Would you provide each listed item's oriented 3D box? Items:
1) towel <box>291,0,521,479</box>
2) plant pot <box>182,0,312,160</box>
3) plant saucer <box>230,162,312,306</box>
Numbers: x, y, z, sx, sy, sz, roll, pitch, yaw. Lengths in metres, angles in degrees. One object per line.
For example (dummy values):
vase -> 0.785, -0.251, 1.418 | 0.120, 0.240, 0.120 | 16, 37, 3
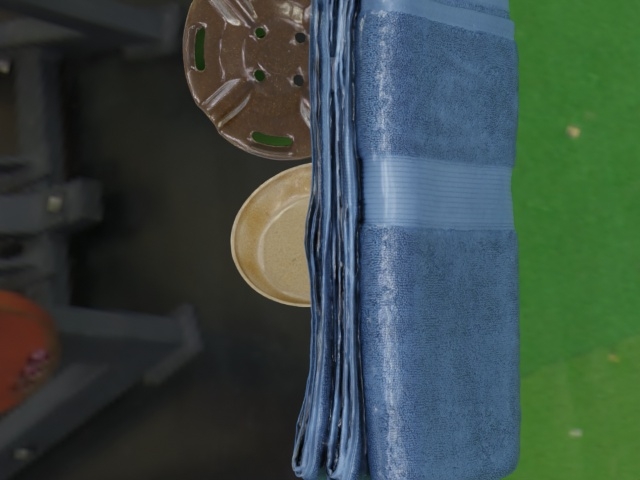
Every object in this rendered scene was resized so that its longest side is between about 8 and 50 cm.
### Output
towel -> 0.021, -0.004, 0.386 | 0.029, 0.067, 0.119 | -3, 86, 34
plant pot -> 0.004, -0.128, 1.082 | 0.167, 0.165, 0.167 | 7, 108, 23
plant saucer -> 0.000, 0.000, 0.813 | 0.083, 0.015, 0.083 | -5, 54, 7
